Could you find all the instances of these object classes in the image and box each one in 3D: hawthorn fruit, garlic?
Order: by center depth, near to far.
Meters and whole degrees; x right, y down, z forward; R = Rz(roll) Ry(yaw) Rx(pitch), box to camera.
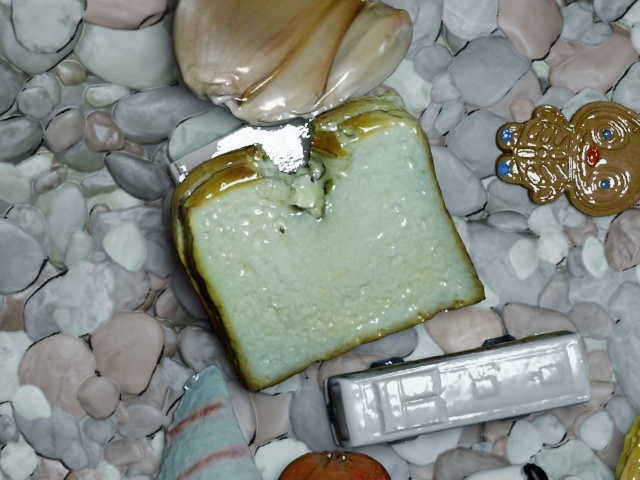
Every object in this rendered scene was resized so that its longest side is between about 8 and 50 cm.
[{"bbox_3d":[0.015,0.271,1.542,0.128,0.128,0.128,0,88,-2],"label":"hawthorn fruit"},{"bbox_3d":[-0.049,-0.202,1.552,0.228,0.110,0.217,-37,71,-23],"label":"garlic"}]

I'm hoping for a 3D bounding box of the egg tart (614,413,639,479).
[{"bbox_3d":[0.431,0.272,1.556,0.294,0.123,0.294,0,87,-6],"label":"egg tart"}]

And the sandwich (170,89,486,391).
[{"bbox_3d":[0.000,-0.001,1.513,0.273,0.095,0.249,-23,119,-3],"label":"sandwich"}]

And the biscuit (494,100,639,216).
[{"bbox_3d":[0.273,-0.087,1.607,0.175,0.026,0.124,2,87,-2],"label":"biscuit"}]

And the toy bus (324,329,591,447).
[{"bbox_3d":[0.141,0.154,1.555,0.268,0.106,0.092,-10,87,-2],"label":"toy bus"}]

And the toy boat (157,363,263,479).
[{"bbox_3d":[-0.104,0.249,1.508,0.206,0.096,0.282,-36,50,12],"label":"toy boat"}]

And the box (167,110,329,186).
[{"bbox_3d":[-0.049,-0.077,1.594,0.198,0.029,0.109,-28,89,-4],"label":"box"}]

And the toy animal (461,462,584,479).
[{"bbox_3d":[0.187,0.328,1.528,0.208,0.156,0.204,-22,87,-10],"label":"toy animal"}]
